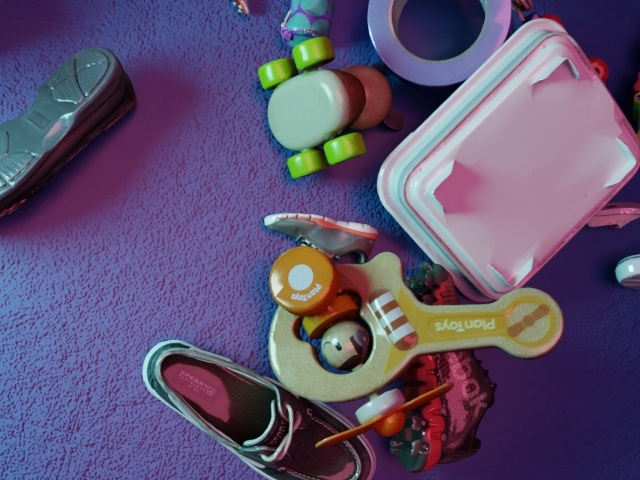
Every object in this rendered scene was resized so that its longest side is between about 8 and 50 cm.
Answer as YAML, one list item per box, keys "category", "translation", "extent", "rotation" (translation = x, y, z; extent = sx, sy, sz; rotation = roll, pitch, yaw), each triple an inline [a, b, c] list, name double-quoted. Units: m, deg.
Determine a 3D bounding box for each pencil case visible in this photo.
- category: "pencil case"
  translation: [-0.015, -0.343, 1.042]
  extent: [0.070, 0.064, 0.152]
  rotation: [9, 83, -27]

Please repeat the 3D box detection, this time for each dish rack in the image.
- category: "dish rack"
  translation: [0.270, -0.092, 1.008]
  extent: [0.333, 0.072, 0.285]
  rotation: [-45, 115, -1]

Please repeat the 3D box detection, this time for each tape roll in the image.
- category: "tape roll"
  translation: [0.162, -0.299, 1.031]
  extent: [0.188, 0.080, 0.189]
  rotation: [1, 93, 13]

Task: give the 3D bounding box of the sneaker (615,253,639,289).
- category: "sneaker"
  translation: [0.546, 0.015, 1.127]
  extent: [0.258, 0.094, 0.091]
  rotation: [-6, 68, -16]

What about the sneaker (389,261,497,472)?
- category: "sneaker"
  translation: [0.168, 0.169, 1.025]
  extent: [0.135, 0.097, 0.276]
  rotation: [6, 79, -21]

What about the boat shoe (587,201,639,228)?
- category: "boat shoe"
  translation: [0.441, -0.035, 1.131]
  extent: [0.100, 0.035, 0.035]
  rotation: [-6, 114, -16]

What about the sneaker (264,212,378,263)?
- category: "sneaker"
  translation: [0.000, 0.000, 1.022]
  extent: [0.157, 0.061, 0.065]
  rotation: [10, 90, -10]

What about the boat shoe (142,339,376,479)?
- category: "boat shoe"
  translation: [-0.075, 0.235, 0.955]
  extent: [0.335, 0.119, 0.121]
  rotation: [27, 81, -8]

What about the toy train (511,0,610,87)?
- category: "toy train"
  translation: [0.275, -0.258, 1.086]
  extent: [0.248, 0.105, 0.143]
  rotation: [42, 93, -4]

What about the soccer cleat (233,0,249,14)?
- category: "soccer cleat"
  translation: [-0.111, -0.351, 1.042]
  extent: [0.035, 0.029, 0.083]
  rotation: [-24, 86, -8]

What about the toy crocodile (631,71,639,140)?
- category: "toy crocodile"
  translation: [0.526, -0.276, 1.127]
  extent: [0.105, 0.115, 0.341]
  rotation: [20, 81, 25]

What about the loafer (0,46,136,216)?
- category: "loafer"
  translation: [-0.349, -0.107, 0.943]
  extent: [0.302, 0.095, 0.109]
  rotation: [-45, 61, -9]

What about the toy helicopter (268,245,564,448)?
- category: "toy helicopter"
  translation: [0.109, 0.126, 0.911]
  extent: [0.354, 0.140, 0.235]
  rotation: [-6, 70, 14]

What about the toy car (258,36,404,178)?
- category: "toy car"
  translation: [0.036, -0.187, 1.030]
  extent: [0.188, 0.149, 0.155]
  rotation: [-21, 94, -41]
